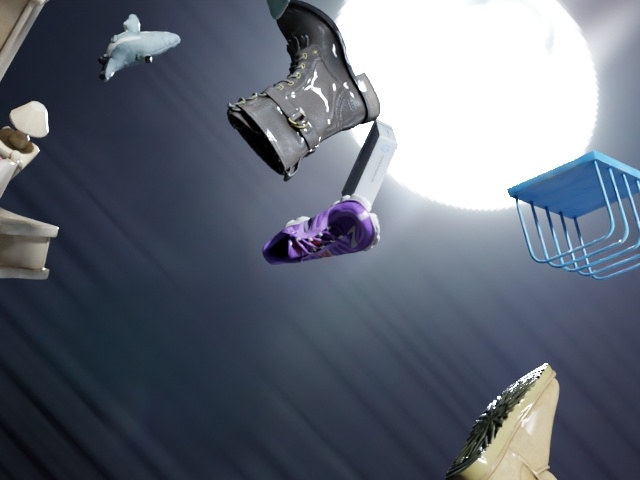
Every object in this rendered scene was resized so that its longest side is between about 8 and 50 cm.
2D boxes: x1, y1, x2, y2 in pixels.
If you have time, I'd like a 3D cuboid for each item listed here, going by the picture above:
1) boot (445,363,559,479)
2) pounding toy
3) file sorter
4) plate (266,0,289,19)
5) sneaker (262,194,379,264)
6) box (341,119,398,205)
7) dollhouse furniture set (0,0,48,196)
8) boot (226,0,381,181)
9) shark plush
[{"bbox_3d":[0.277,0.306,1.543,0.089,0.269,0.236,-36,7,47],"label":"boot"},{"bbox_3d":[-0.515,0.017,1.965,0.154,0.269,0.155,-6,-69,-68],"label":"pounding toy"},{"bbox_3d":[0.323,-0.023,1.614,0.118,0.104,0.170,-24,-22,31],"label":"file sorter"},{"bbox_3d":[-0.037,-0.327,1.427,0.188,0.024,0.188,-169,90,-76],"label":"plate"},{"bbox_3d":[0.000,0.000,1.572,0.170,0.068,0.071,-23,4,44],"label":"sneaker"},{"bbox_3d":[0.079,-0.116,2.232,0.186,0.038,0.145,-87,21,-77],"label":"box"},{"bbox_3d":[-0.412,-0.176,1.307,0.174,0.303,0.355,-53,6,25],"label":"dollhouse furniture set"},{"bbox_3d":[-0.051,-0.235,2.074,0.229,0.263,0.091,-28,-15,-32],"label":"boot"},{"bbox_3d":[-0.252,-0.257,1.828,0.161,0.067,0.073,-37,-40,-65],"label":"shark plush"}]
